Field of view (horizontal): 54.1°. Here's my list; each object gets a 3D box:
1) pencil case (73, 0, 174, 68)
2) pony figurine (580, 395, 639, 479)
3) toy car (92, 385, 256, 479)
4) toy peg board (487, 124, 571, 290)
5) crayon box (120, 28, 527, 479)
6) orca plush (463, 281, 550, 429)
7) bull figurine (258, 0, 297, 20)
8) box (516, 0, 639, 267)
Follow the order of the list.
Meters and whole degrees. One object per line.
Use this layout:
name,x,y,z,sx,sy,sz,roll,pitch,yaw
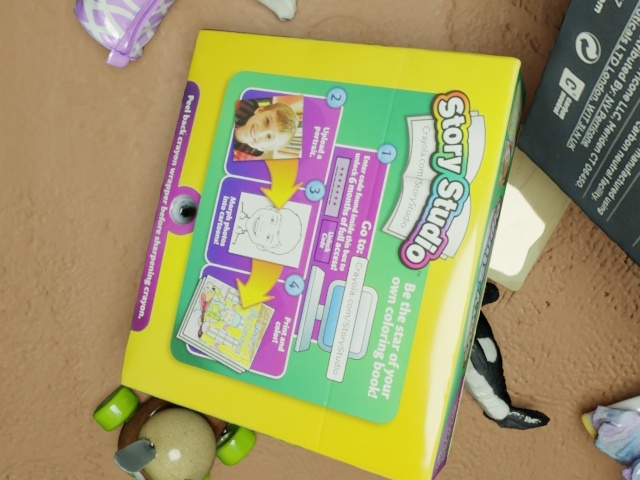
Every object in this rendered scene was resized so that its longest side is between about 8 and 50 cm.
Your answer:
pencil case,-0.157,-0.273,0.616,0.206,0.086,0.088,-42,69,26
pony figurine,0.495,0.178,0.689,0.363,0.303,0.351,-37,108,19
toy car,-0.168,0.233,0.682,0.149,0.188,0.155,-40,100,4
toy peg board,0.188,-0.053,0.717,0.161,0.079,0.161,29,97,8
crayon box,0.000,0.000,0.602,0.313,0.106,0.363,12,89,19
orca plush,0.182,0.099,0.708,0.102,0.151,0.287,-42,102,-8
bull figurine,0.010,-0.382,0.626,0.188,0.101,0.310,2,102,-7
box,0.494,-0.094,0.414,0.480,0.297,0.471,-27,61,-16
